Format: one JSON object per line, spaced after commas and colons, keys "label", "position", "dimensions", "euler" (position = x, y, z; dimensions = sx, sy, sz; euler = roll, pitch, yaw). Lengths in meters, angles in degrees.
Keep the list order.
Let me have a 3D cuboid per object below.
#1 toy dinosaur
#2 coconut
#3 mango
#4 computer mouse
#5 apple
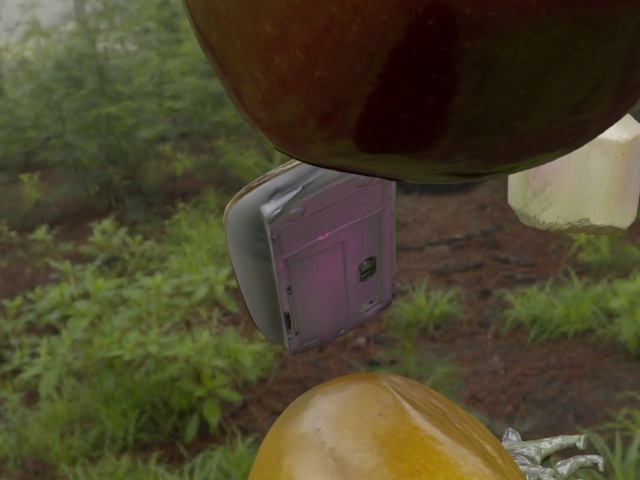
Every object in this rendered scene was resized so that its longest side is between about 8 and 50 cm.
{"label": "toy dinosaur", "position": [0.254, 0.289, 1.405], "dimensions": [0.162, 0.077, 0.294], "euler": [-10, -3, 23]}
{"label": "coconut", "position": [0.272, -0.089, 1.199], "dimensions": [0.147, 0.152, 0.147], "euler": [0, 12, 0]}
{"label": "mango", "position": [0.036, 0.160, 0.574], "dimensions": [0.144, 0.187, 0.359], "euler": [-9, -7, -10]}
{"label": "computer mouse", "position": [0.000, 0.000, 0.999], "dimensions": [0.158, 0.310, 0.072], "euler": [-27, 63, -11]}
{"label": "apple", "position": [0.059, -0.176, 0.527], "dimensions": [0.288, 0.288, 0.317], "euler": [-13, -7, -13]}
